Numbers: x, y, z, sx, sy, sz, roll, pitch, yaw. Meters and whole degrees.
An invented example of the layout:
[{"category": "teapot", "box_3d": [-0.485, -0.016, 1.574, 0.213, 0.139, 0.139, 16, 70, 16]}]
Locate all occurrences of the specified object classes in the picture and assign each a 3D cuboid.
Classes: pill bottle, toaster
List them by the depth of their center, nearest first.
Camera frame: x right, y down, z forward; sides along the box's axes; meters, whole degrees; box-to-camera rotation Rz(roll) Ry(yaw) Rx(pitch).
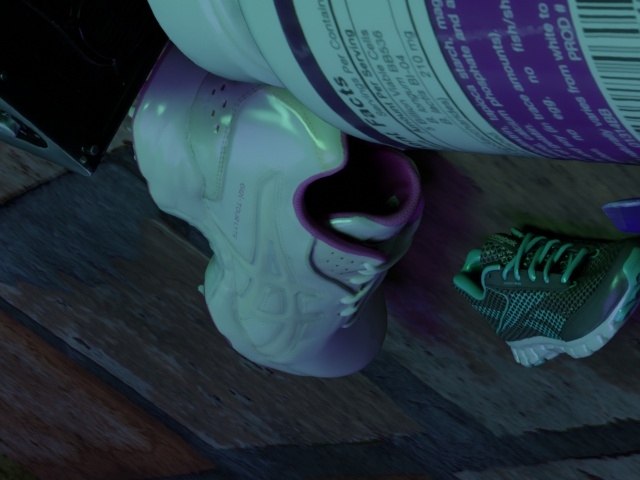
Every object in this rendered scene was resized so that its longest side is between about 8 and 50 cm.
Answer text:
[{"category": "pill bottle", "box_3d": [0.075, -0.113, 0.690, 0.301, 0.169, 0.169, 8, 149, 46]}, {"category": "toaster", "box_3d": [-0.142, -0.149, 0.909, 0.110, 0.185, 0.168, 15, 162, 40]}]

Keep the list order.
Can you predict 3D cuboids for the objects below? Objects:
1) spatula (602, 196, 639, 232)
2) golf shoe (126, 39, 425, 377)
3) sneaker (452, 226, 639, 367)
[{"category": "spatula", "box_3d": [0.155, -0.030, 0.758, 0.084, 0.030, 0.296, -1, -168, 10]}, {"category": "golf shoe", "box_3d": [0.000, 0.000, 1.123, 0.140, 0.115, 0.306, 15, 155, 28]}, {"category": "sneaker", "box_3d": [0.122, 0.023, 1.079, 0.076, 0.065, 0.166, 39, 156, -8]}]
